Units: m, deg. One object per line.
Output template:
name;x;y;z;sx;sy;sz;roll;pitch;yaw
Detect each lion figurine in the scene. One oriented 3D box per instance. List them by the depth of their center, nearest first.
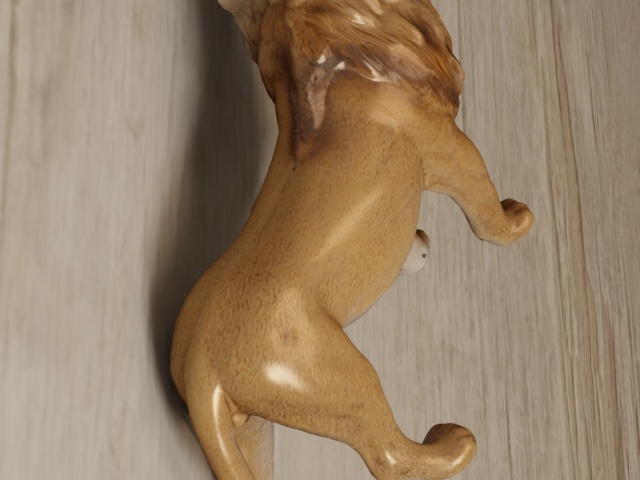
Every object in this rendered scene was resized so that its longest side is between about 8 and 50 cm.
lion figurine;0.000;0.000;0.854;0.240;0.142;0.392;50;40;-39
